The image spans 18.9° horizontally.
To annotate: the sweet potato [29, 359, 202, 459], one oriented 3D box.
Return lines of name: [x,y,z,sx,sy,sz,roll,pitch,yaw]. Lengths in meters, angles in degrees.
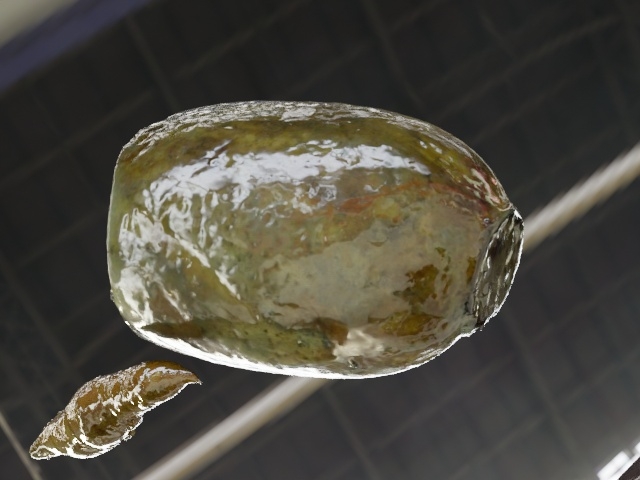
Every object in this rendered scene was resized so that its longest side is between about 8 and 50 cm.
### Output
sweet potato: [-0.189,0.152,1.711,0.067,0.067,0.274,-3,-17,-35]

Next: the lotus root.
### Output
lotus root: [0.000,0.000,1.686,0.250,0.346,0.250,-28,-58,-60]

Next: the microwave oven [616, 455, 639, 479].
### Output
microwave oven: [0.331,0.165,1.255,0.247,0.178,0.188,-39,-9,27]
